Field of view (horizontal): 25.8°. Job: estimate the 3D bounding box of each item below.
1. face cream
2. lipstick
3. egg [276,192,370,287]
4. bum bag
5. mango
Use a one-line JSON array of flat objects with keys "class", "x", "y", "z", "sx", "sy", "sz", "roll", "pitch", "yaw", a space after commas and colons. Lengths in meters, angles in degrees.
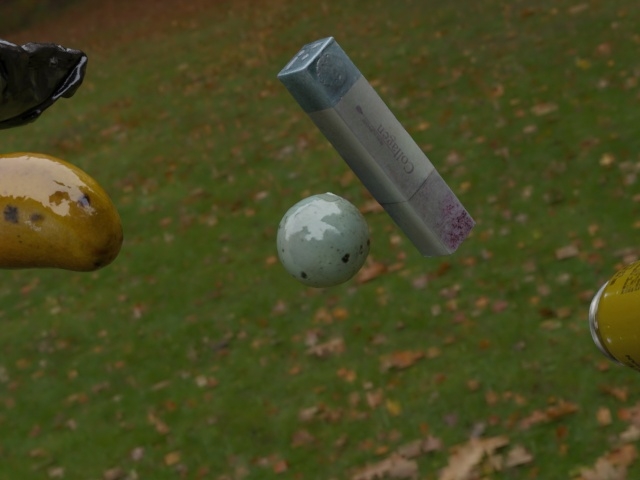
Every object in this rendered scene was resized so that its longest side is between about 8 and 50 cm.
[{"class": "face cream", "x": 0.314, "y": 0.053, "z": 1.124, "sx": 0.105, "sy": 0.105, "sz": 0.348, "roll": -24, "pitch": -1, "yaw": -17}, {"class": "lipstick", "x": 0.074, "y": -0.113, "z": 1.773, "sx": 0.066, "sy": 0.317, "sz": 0.068, "roll": -50, "pitch": 23, "yaw": -26}, {"class": "egg", "x": 0.000, "y": 0.000, "z": 1.925, "sx": 0.131, "sy": 0.131, "sz": 0.164, "roll": -24, "pitch": 7, "yaw": -16}, {"class": "bum bag", "x": -0.381, "y": -0.175, "z": 1.552, "sx": 0.144, "sy": 0.095, "sz": 0.340, "roll": -32, "pitch": -5, "yaw": 17}, {"class": "mango", "x": -0.272, "y": -0.027, "z": 1.325, "sx": 0.178, "sy": 0.115, "sz": 0.090, "roll": 2, "pitch": 17, "yaw": 22}]
